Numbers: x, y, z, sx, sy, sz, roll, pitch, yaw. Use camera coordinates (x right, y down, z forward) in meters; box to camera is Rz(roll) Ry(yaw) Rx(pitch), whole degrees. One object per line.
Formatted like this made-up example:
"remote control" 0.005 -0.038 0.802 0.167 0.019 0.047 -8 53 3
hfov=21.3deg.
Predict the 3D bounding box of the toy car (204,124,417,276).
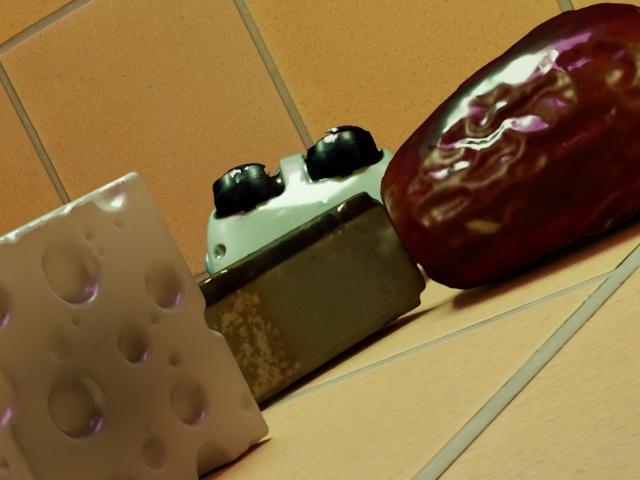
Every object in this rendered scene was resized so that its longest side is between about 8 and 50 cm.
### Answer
"toy car" 0.000 0.000 1.927 0.255 0.188 0.190 -22 -23 7

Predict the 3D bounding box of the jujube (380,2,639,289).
"jujube" 0.212 -0.086 1.575 0.318 0.223 0.223 -33 3 8

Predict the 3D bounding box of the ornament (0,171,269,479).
"ornament" -0.236 0.122 1.336 0.240 0.239 0.239 -23 5 40

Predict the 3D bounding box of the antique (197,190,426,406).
"antique" -0.052 0.075 1.594 0.284 0.125 0.150 -30 1 -38
